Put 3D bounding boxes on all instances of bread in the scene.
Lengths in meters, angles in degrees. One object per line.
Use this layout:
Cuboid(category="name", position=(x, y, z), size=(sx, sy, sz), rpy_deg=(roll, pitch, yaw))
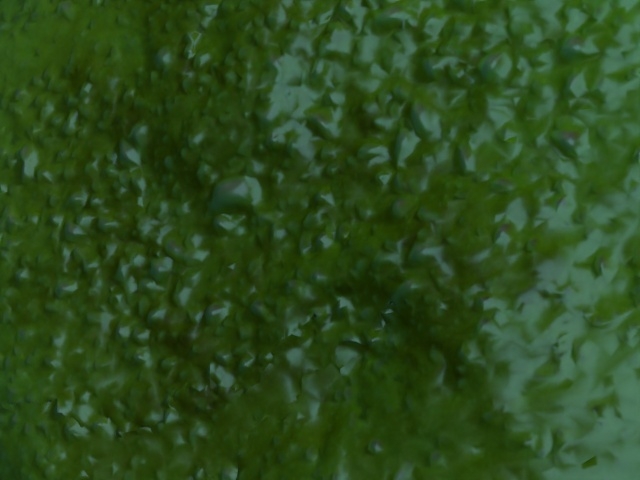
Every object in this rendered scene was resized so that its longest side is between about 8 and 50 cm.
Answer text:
Cuboid(category="bread", position=(-0.002, -0.006, 0.479), size=(0.301, 0.045, 0.301), rpy_deg=(-3, 83, 29))
